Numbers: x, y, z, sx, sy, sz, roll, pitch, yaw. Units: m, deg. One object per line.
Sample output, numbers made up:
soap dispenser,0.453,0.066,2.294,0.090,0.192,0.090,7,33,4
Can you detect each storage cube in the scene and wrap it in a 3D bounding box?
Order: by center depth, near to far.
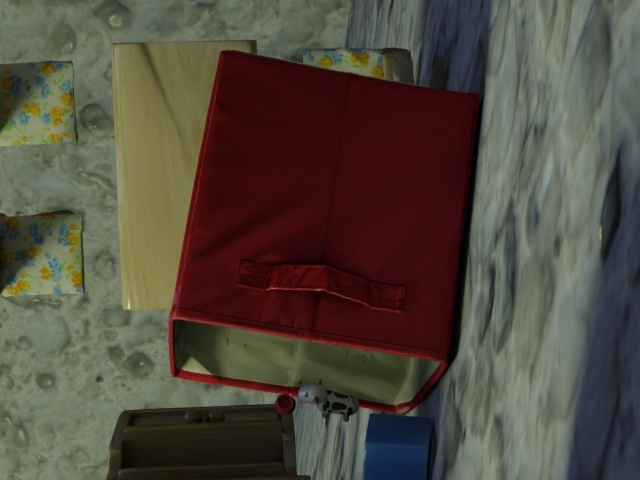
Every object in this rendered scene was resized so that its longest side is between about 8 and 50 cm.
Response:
storage cube,0.000,0.000,1.146,0.215,0.184,0.193,106,173,-72

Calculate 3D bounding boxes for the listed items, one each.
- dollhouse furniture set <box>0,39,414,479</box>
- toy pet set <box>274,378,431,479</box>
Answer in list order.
dollhouse furniture set,-0.103,0.038,1.318,0.256,0.362,0.394,-111,20,-82
toy pet set,0.015,0.154,1.098,0.065,0.114,0.122,83,-168,-65
